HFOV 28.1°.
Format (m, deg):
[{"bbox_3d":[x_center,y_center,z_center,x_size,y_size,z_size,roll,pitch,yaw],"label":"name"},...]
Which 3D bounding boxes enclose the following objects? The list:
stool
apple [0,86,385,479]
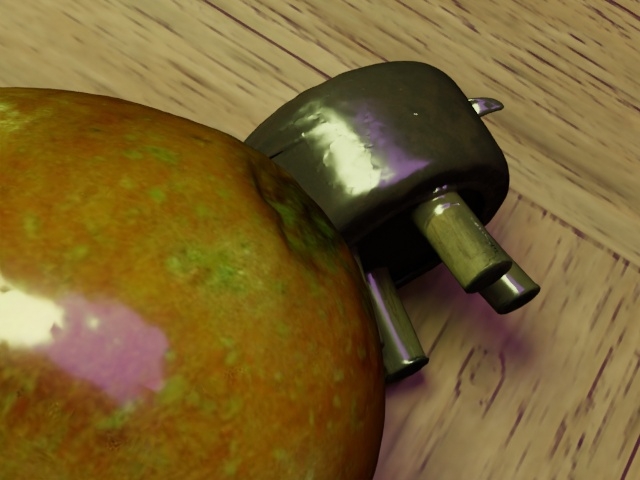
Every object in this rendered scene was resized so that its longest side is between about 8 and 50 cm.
[{"bbox_3d":[0.000,0.000,0.566,0.217,0.125,0.121,-20,69,-15],"label":"stool"},{"bbox_3d":[-0.096,0.049,0.446,0.237,0.237,0.207,27,32,0],"label":"apple"}]
